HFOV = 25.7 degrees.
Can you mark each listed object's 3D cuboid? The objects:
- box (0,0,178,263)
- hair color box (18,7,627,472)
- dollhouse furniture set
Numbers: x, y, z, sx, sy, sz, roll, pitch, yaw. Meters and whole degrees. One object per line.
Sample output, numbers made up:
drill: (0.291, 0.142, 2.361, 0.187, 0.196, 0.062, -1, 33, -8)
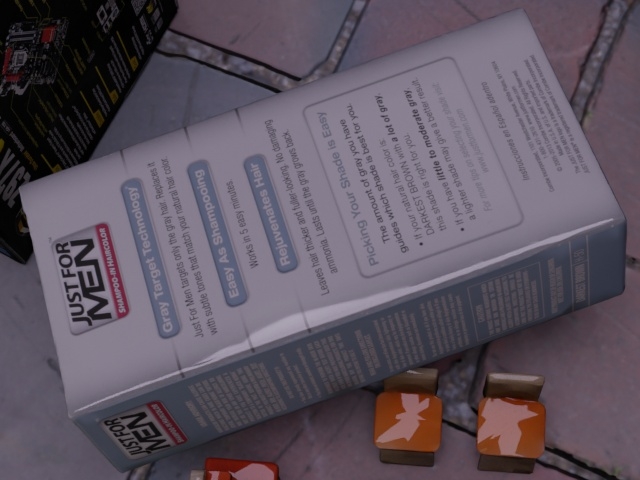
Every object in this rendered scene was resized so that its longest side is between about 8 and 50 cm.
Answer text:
box: (-0.216, -0.147, 1.010, 0.079, 0.322, 0.257, 28, 78, 10)
hair color box: (0.000, 0.000, 0.966, 0.374, 0.113, 0.185, -19, 60, 0)
dollhouse furniture set: (0.042, 0.216, 0.979, 0.259, 0.135, 0.262, 4, 74, 5)
